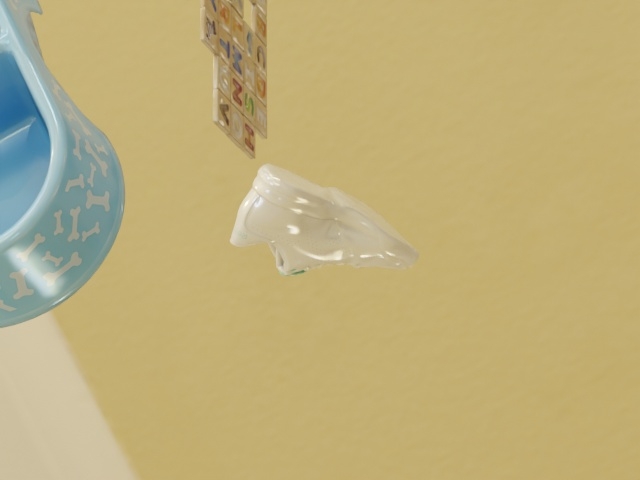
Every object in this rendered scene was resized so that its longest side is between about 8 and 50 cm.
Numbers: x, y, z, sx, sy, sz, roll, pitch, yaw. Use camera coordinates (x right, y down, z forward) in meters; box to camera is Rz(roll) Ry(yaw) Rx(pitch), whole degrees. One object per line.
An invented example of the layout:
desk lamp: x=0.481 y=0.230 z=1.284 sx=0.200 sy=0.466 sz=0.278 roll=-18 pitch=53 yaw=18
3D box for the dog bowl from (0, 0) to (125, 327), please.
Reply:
dog bowl: x=-0.244 y=-0.085 z=1.065 sx=0.297 sy=0.166 sz=0.074 roll=61 pitch=180 yaw=27

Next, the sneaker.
sneaker: x=0.000 y=0.000 z=1.572 sx=0.212 sy=0.094 sz=0.080 roll=23 pitch=-165 yaw=-39

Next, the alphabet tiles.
alphabet tiles: x=-0.096 y=-0.222 z=1.849 sx=0.198 sy=0.009 sz=0.237 roll=45 pitch=-138 yaw=-65
